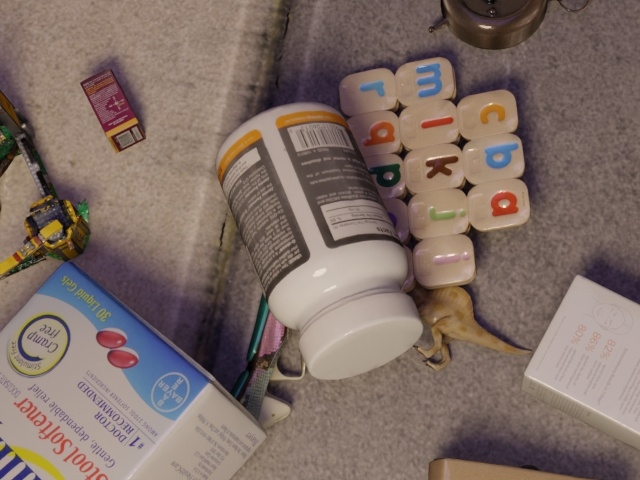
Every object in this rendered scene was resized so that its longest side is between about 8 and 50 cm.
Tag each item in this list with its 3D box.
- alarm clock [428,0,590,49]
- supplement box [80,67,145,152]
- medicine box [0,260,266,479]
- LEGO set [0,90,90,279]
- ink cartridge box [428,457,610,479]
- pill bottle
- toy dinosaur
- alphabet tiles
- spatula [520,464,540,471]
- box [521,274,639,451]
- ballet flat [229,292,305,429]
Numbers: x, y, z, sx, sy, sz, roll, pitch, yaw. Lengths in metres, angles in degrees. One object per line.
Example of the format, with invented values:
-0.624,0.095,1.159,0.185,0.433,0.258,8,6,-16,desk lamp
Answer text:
0.229,-0.299,1.628,0.192,0.064,0.129,4,74,3,alarm clock
-0.250,-0.157,1.633,0.043,0.055,0.083,-28,74,-4,supplement box
-0.257,0.218,1.436,0.263,0.149,0.289,35,79,35,medicine box
-0.443,-0.047,1.547,0.331,0.192,0.255,-18,73,0,LEGO set
0.201,0.354,1.405,0.193,0.088,0.235,8,78,-4,ink cartridge box
0.000,0.000,1.473,0.162,0.162,0.278,-22,65,-1,pill bottle
0.143,0.097,1.523,0.183,0.053,0.093,35,78,14,toy dinosaur
0.099,-0.075,1.571,0.278,0.021,0.284,-10,67,15,alphabet tiles
0.125,0.343,1.466,0.296,0.030,0.084,-38,75,-6,spatula
0.324,0.139,1.474,0.170,0.091,0.130,28,78,13,box
-0.060,0.152,1.523,0.079,0.077,0.221,23,76,-8,ballet flat
